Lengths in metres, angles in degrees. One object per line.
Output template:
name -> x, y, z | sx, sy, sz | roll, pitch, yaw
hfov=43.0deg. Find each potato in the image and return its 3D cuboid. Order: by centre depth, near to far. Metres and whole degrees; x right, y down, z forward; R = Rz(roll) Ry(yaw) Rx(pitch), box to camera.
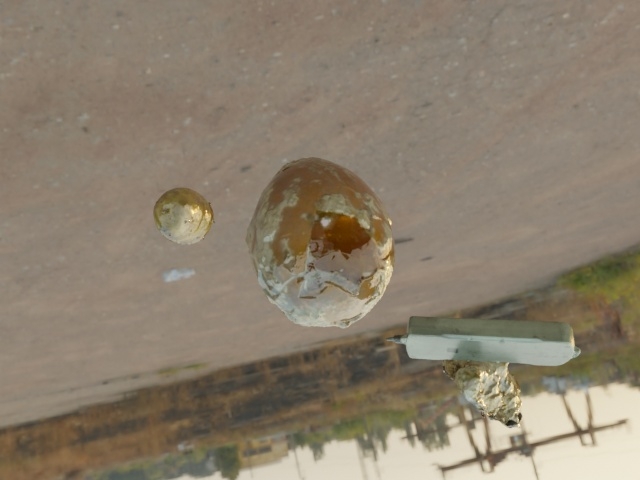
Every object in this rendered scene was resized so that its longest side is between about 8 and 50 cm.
potato -> -0.126, -0.022, 0.744 | 0.040, 0.051, 0.083 | 20, 172, 17

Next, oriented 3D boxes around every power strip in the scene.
power strip -> 0.192, 0.120, 0.973 | 0.227, 0.029, 0.080 | 2, 151, 8

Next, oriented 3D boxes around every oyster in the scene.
oyster -> 0.221, 0.180, 1.067 | 0.081, 0.163, 0.191 | -37, 179, 23

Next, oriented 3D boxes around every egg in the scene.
egg -> 0.000, 0.000, 1.058 | 0.195, 0.233, 0.195 | -4, 159, -1
